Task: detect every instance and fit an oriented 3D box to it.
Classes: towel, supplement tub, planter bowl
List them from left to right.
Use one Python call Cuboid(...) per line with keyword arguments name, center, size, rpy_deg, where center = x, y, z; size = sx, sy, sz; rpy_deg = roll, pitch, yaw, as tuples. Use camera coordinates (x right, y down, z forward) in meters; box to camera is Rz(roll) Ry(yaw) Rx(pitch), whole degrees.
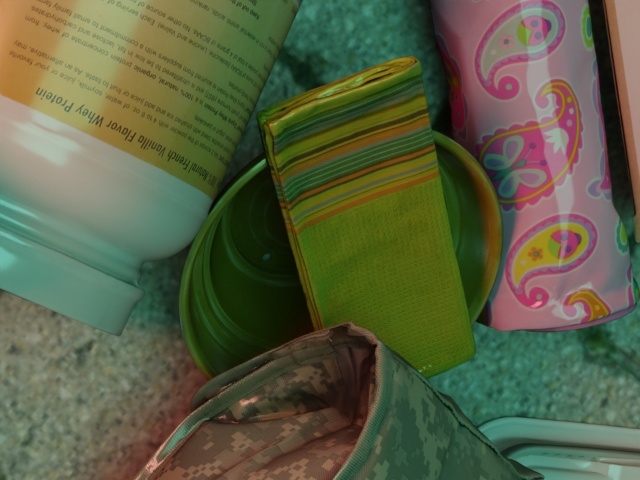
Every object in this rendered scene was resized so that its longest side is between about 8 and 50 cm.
Cuboid(name="supplement tub", center=(-0.139, -0.125, 1.138), size=(0.228, 0.228, 0.316), rpy_deg=(25, 86, -20))
Cuboid(name="planter bowl", center=(0.000, 0.000, 1.256), size=(0.217, 0.090, 0.217), rpy_deg=(-12, 125, -18))
Cuboid(name="towel", center=(0.034, 0.002, 1.202), size=(0.102, 0.021, 0.237), rpy_deg=(-22, 128, -9))

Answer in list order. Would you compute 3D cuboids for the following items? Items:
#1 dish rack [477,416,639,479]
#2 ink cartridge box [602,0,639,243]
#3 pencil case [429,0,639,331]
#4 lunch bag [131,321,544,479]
Cuboid(name="dish rack", center=(0.208, 0.300, 1.385), size=(0.285, 0.072, 0.333), rpy_deg=(8, 91, -19))
Cuboid(name="ink cartridge box", center=(0.282, -0.129, 1.326), size=(0.193, 0.088, 0.235), rpy_deg=(-19, 103, -46))
Cuboid(name="pencil case", center=(0.139, -0.082, 1.301), size=(0.124, 0.124, 0.284), rpy_deg=(-11, 97, -19))
Cuboid(name="lunch bag", center=(-0.004, 0.208, 1.221), size=(0.287, 0.169, 0.235), rpy_deg=(-50, 131, -7))
